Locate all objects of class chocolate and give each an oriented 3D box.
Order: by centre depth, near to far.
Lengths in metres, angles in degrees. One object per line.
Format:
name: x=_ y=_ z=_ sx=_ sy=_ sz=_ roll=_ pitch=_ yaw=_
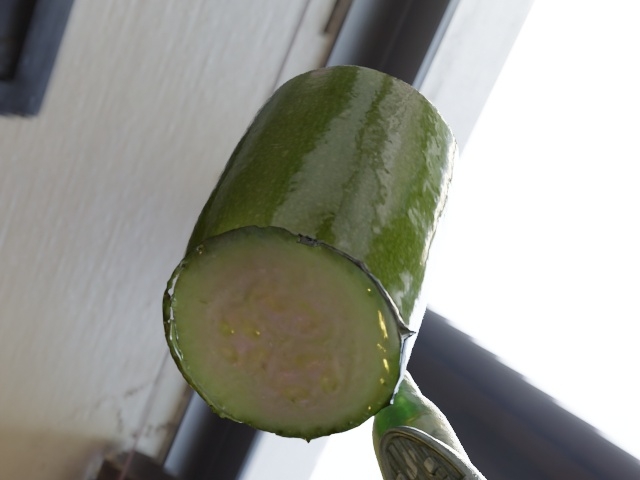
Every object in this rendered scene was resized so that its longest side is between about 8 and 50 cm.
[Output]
chocolate: x=0.107 y=0.233 z=1.644 sx=0.110 sy=0.110 sz=0.291 roll=13 pitch=-156 yaw=-19

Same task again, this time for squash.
squash: x=0.000 y=0.000 z=1.634 sx=0.263 sy=0.263 sz=0.384 roll=23 pitch=-146 yaw=-1

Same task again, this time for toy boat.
toy boat: x=0.119 y=0.237 z=1.212 sx=0.085 sy=0.078 sz=0.260 roll=9 pitch=-151 yaw=-40
